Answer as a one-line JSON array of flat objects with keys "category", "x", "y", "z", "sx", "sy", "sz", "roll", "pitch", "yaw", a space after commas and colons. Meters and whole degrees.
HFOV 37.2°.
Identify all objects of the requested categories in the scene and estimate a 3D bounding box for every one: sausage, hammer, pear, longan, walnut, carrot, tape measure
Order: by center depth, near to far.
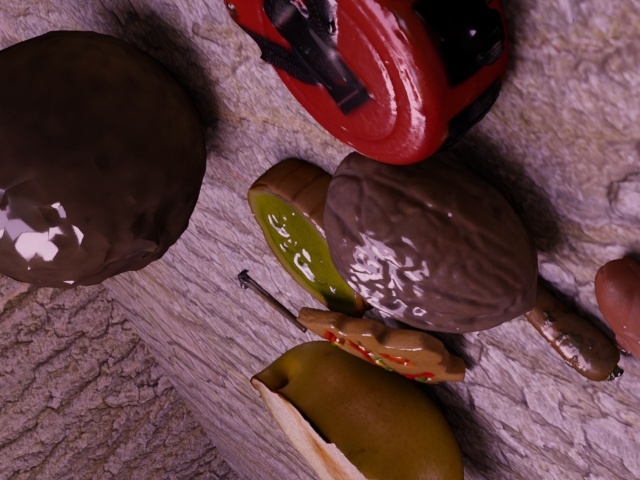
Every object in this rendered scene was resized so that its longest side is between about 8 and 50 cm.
[{"category": "sausage", "x": 0.331, "y": 0.102, "z": 0.732, "sx": 0.304, "sy": 0.078, "sz": 0.078, "roll": 34, "pitch": 155, "yaw": 37}, {"category": "tape measure", "x": 0.036, "y": -0.184, "z": 0.780, "sx": 0.260, "sy": 0.114, "sz": 0.253, "roll": 51, "pitch": 161, "yaw": -5}, {"category": "walnut", "x": 0.105, "y": -0.001, "z": 0.906, "sx": 0.230, "sy": 0.178, "sz": 0.178, "roll": 34, "pitch": 158, "yaw": 9}, {"category": "carrot", "x": 0.205, "y": 0.049, "z": 0.965, "sx": 0.254, "sy": 0.049, "sz": 0.049, "roll": 46, "pitch": 161, "yaw": 23}, {"category": "longan", "x": -0.353, "y": -0.107, "z": 1.366, "sx": 0.391, "sy": 0.391, "sz": 0.391, "roll": 42, "pitch": 160, "yaw": 20}, {"category": "pear", "x": 0.083, "y": 0.299, "z": 1.459, "sx": 0.340, "sy": 0.191, "sz": 0.387, "roll": 18, "pitch": 143, "yaw": 59}, {"category": "hammer", "x": -0.091, "y": 0.112, "z": 1.761, "sx": 0.182, "sy": 0.017, "sz": 0.062, "roll": 36, "pitch": 157, "yaw": 29}]

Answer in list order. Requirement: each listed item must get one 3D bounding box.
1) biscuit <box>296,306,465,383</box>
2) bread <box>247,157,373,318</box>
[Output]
[{"category": "biscuit", "x": 0.078, "y": 0.143, "z": 1.270, "sx": 0.238, "sy": 0.041, "sz": 0.212, "roll": 17, "pitch": 166, "yaw": 12}, {"category": "bread", "x": 0.000, "y": 0.000, "z": 1.270, "sx": 0.236, "sy": 0.070, "sz": 0.236, "roll": 42, "pitch": 158, "yaw": 21}]
